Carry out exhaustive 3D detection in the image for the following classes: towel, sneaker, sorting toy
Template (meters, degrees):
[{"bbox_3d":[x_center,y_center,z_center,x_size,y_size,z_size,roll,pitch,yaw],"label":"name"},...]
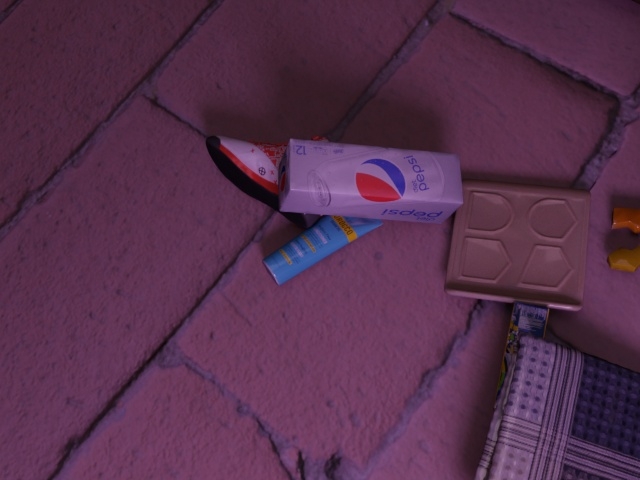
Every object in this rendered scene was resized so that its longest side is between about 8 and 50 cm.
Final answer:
[{"bbox_3d":[0.375,0.323,1.047,0.312,0.056,0.324,20,69,0],"label":"towel"},{"bbox_3d":[-0.069,-0.139,1.356,0.270,0.090,0.145,35,66,28],"label":"sneaker"},{"bbox_3d":[0.366,0.010,1.226,0.307,0.041,0.229,7,62,14],"label":"sorting toy"}]

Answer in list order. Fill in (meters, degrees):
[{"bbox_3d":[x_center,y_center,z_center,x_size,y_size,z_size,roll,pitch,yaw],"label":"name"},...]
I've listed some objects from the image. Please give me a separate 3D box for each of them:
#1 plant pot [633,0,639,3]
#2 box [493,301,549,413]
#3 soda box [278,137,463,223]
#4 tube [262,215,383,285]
[{"bbox_3d":[0.548,-0.539,1.361,0.215,0.215,0.230,-35,80,-6],"label":"plant pot"},{"bbox_3d":[0.301,0.183,1.147,0.054,0.059,0.168,11,69,18],"label":"box"},{"bbox_3d":[0.080,-0.093,1.236,0.287,0.098,0.091,4,70,-13],"label":"soda box"},{"bbox_3d":[0.000,0.000,1.301,0.207,0.052,0.080,-34,69,-11],"label":"tube"}]
